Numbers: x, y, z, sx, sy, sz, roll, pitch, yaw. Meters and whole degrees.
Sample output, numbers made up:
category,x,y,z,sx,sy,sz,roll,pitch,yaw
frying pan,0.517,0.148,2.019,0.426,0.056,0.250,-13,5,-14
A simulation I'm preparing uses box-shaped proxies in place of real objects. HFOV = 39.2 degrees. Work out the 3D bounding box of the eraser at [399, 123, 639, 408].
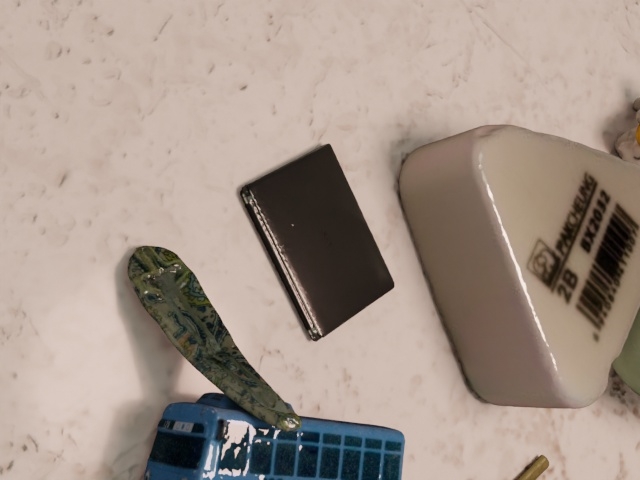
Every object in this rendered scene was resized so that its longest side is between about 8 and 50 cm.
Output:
category,x,y,z,sx,sy,sz,roll,pitch,yaw
eraser,0.255,0.043,1.049,0.331,0.150,0.331,4,83,-34

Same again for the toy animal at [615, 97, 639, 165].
category,x,y,z,sx,sy,sz,roll,pitch,yaw
toy animal,0.471,-0.119,1.243,0.127,0.131,0.181,21,81,-8

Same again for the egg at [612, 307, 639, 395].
category,x,y,z,sx,sy,sz,roll,pitch,yaw
egg,0.546,0.090,1.156,0.389,0.276,0.275,-13,91,-16

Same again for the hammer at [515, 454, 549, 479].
category,x,y,z,sx,sy,sz,roll,pitch,yaw
hammer,0.211,0.321,1.060,0.199,0.013,0.062,-32,102,-33

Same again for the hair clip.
category,x,y,z,sx,sy,sz,roll,pitch,yaw
hair clip,-0.098,0.091,0.810,0.229,0.036,0.066,46,35,21

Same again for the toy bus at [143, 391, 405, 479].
category,x,y,z,sx,sy,sz,roll,pitch,yaw
toy bus,-0.042,0.217,0.838,0.234,0.116,0.133,15,77,-34

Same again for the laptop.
category,x,y,z,sx,sy,sz,roll,pitch,yaw
laptop,0.000,0.000,0.957,0.129,0.016,0.180,-31,102,-34
